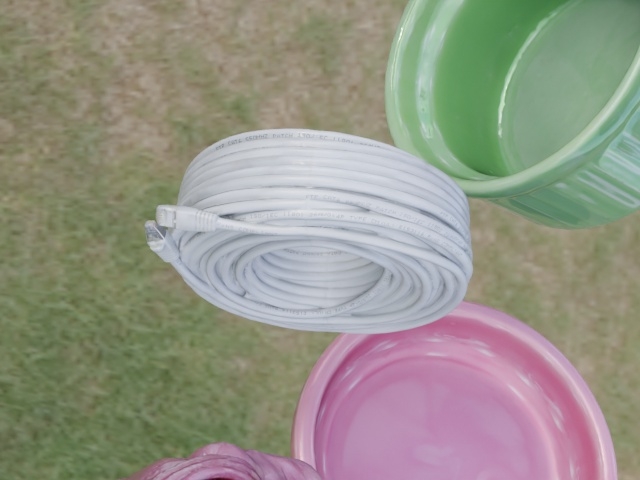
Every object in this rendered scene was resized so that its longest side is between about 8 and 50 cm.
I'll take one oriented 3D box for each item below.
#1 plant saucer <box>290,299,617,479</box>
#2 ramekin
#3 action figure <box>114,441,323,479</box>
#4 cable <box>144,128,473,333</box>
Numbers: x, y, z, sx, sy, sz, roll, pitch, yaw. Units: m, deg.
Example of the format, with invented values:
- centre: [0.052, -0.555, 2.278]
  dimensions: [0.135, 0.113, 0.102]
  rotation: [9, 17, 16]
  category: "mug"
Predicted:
- centre: [0.125, 0.222, 1.562]
  dimensions: [0.332, 0.084, 0.332]
  rotation: [7, 63, -15]
  category: "plant saucer"
- centre: [0.217, -0.157, 1.426]
  dimensions: [0.148, 0.303, 0.303]
  rotation: [27, 75, -40]
  category: "ramekin"
- centre: [-0.115, 0.165, 0.834]
  dimensions: [0.275, 0.370, 0.248]
  rotation: [51, 40, -15]
  category: "action figure"
- centre: [0.000, 0.000, 1.333]
  dimensions: [0.257, 0.257, 0.089]
  rotation: [69, 23, -62]
  category: "cable"
